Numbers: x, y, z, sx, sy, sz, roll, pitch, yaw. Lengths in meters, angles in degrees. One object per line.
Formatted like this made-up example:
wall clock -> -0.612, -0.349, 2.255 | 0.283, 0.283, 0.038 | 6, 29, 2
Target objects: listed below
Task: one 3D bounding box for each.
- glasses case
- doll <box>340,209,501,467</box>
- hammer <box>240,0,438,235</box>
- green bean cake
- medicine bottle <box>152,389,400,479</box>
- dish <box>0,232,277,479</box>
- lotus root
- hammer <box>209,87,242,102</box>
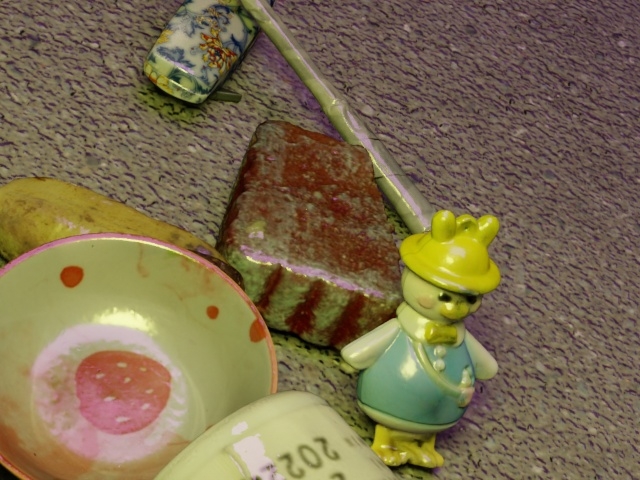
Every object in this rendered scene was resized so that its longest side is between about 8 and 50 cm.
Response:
glasses case -> -0.110, -0.226, 1.976 | 0.087, 0.065, 0.248 | 32, 37, -4
doll -> 0.095, 0.083, 1.638 | 0.135, 0.241, 0.099 | 18, 21, 6
hammer -> 0.008, -0.159, 1.934 | 0.427, 0.044, 0.152 | 51, 38, 7
green bean cake -> 0.000, 0.000, 1.779 | 0.198, 0.097, 0.233 | 17, 39, -10
medicine bottle -> 0.036, 0.304, 1.363 | 0.211, 0.211, 0.371 | -20, 57, -43
dish -> -0.170, 0.122, 1.530 | 0.260, 0.085, 0.260 | 6, 54, -8
lotus root -> -0.183, 0.019, 1.659 | 0.258, 0.097, 0.110 | 26, 39, 10
hammer -> -0.119, -0.218, 2.028 | 0.062, 0.013, 0.199 | 13, 41, -17
